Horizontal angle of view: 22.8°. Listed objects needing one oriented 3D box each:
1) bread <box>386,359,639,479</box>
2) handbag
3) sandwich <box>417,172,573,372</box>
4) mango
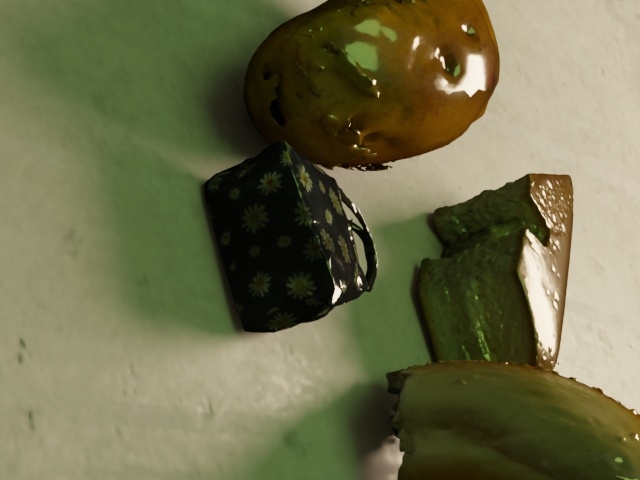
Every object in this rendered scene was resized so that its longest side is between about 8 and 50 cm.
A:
[{"bbox_3d":[0.179,0.200,1.062,0.171,0.192,0.314,-33,96,-54],"label":"bread"},{"bbox_3d":[0.000,0.000,1.059,0.139,0.072,0.115,5,62,-55],"label":"handbag"},{"bbox_3d":[0.137,0.019,1.208,0.088,0.090,0.244,48,38,-27],"label":"sandwich"},{"bbox_3d":[0.042,-0.127,1.119,0.248,0.151,0.156,-15,115,-58],"label":"mango"}]
